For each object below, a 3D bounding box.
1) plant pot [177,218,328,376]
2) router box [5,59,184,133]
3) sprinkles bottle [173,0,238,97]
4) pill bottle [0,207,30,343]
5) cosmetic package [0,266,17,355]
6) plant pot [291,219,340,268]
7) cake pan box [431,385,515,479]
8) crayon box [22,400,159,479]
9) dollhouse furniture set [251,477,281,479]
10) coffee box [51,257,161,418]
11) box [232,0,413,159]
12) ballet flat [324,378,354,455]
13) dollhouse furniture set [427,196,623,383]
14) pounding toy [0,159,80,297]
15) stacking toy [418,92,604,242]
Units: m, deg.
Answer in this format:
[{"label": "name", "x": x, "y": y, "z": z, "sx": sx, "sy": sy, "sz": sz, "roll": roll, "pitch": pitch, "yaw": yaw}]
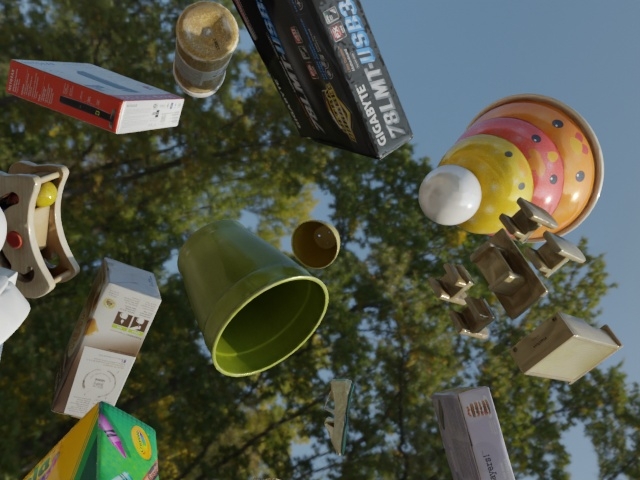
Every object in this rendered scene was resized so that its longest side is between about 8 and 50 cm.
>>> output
[{"label": "plant pot", "x": -0.229, "y": 0.132, "z": 1.916, "sx": 0.353, "sy": 0.367, "sz": 0.366, "roll": 47, "pitch": -45, "yaw": 33}, {"label": "router box", "x": -0.556, "y": -0.367, "z": 1.700, "sx": 0.301, "sy": 0.335, "sz": 0.082, "roll": 21, "pitch": -73, "yaw": 7}, {"label": "sprinkles bottle", "x": -0.252, "y": -0.397, "z": 1.434, "sx": 0.355, "sy": 0.121, "sz": 0.121, "roll": -175, "pitch": -107, "yaw": -77}, {"label": "pill bottle", "x": -0.363, "y": -0.040, "z": 0.484, "sx": 0.182, "sy": 0.181, "sz": 0.322, "roll": 2, "pitch": -53, "yaw": 53}, {"label": "cosmetic package", "x": -0.507, "y": 0.100, "z": 0.828, "sx": 0.151, "sy": 0.184, "sz": 0.151, "roll": -81, "pitch": -172, "yaw": -75}, {"label": "plant pot", "x": 0.000, "y": 0.000, "z": 1.825, "sx": 0.134, "sy": 0.095, "sz": 0.134, "roll": 6, "pitch": -74, "yaw": 20}, {"label": "cake pan box", "x": 0.298, "y": 0.418, "z": 1.297, "sx": 0.245, "sy": 0.070, "sz": 0.266, "roll": 91, "pitch": -14, "yaw": -76}, {"label": "crayon box", "x": -0.280, "y": 0.319, "z": 0.671, "sx": 0.278, "sy": 0.081, "sz": 0.165, "roll": -46, "pitch": -152, "yaw": 7}, {"label": "dollhouse furniture set", "x": -0.074, "y": 0.413, "z": 0.927, "sx": 0.184, "sy": 0.129, "sz": 0.128, "roll": -26, "pitch": -142, "yaw": 53}, {"label": "coffee box", "x": -0.377, "y": 0.173, "z": 1.176, "sx": 0.246, "sy": 0.098, "sz": 0.141, "roll": -65, "pitch": -157, "yaw": 7}, {"label": "box", "x": -0.012, "y": -0.276, "z": 0.988, "sx": 0.293, "sy": 0.073, "sz": 0.295, "roll": 28, "pitch": -32, "yaw": 61}, {"label": "ballet flat", "x": 0.033, "y": 0.347, "z": 1.334, "sx": 0.053, "sy": 0.057, "sz": 0.168, "roll": 9, "pitch": -74, "yaw": 7}, {"label": "dollhouse furniture set", "x": 0.340, "y": 0.095, "z": 1.082, "sx": 0.212, "sy": 0.161, "sz": 0.242, "roll": -47, "pitch": -132, "yaw": 26}, {"label": "pounding toy", "x": -0.481, "y": 0.013, "z": 1.052, "sx": 0.154, "sy": 0.155, "sz": 0.269, "roll": 26, "pitch": -64, "yaw": 8}, {"label": "stacking toy", "x": 0.360, "y": -0.115, "z": 1.419, "sx": 0.351, "sy": 0.480, "sz": 0.350, "roll": 14, "pitch": -67, "yaw": 35}]
